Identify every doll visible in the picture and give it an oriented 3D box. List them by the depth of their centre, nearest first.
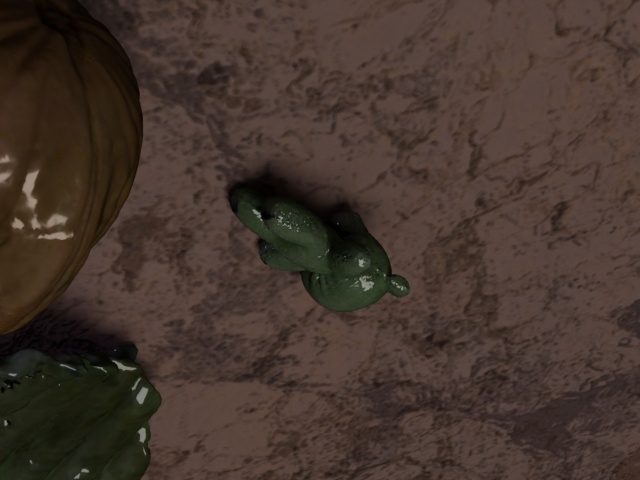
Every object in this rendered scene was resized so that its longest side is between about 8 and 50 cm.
[{"bbox_3d":[0.000,0.000,1.054,0.115,0.077,0.150,1,154,43],"label":"doll"}]

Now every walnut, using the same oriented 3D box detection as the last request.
[{"bbox_3d":[-0.212,-0.053,0.786,0.228,0.228,0.228,-15,139,-14],"label":"walnut"}]

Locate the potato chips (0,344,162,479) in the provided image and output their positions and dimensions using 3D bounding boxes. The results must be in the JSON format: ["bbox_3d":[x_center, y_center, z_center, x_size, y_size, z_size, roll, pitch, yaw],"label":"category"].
[{"bbox_3d":[-0.300,0.193,1.083,0.373,0.097,0.389,-1,135,-29],"label":"potato chips"}]
